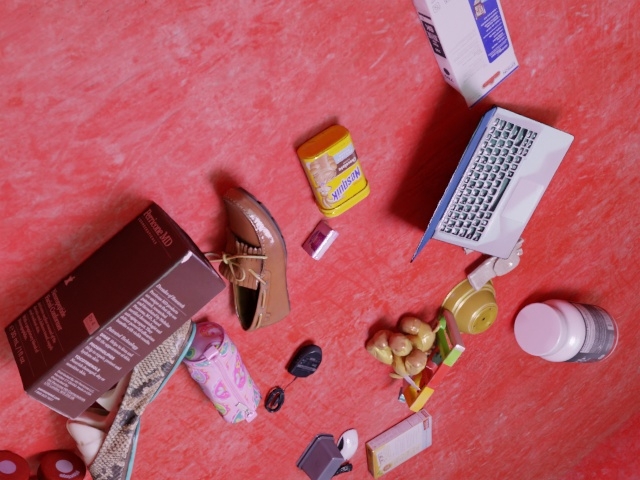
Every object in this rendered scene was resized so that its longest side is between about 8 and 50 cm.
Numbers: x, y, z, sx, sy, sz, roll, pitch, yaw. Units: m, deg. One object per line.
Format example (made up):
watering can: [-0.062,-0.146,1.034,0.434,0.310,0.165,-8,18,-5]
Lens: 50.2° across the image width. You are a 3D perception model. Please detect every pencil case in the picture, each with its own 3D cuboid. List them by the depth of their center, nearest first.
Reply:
pencil case: [-0.228,0.314,1.596,0.124,0.124,0.284,-32,134,-14]

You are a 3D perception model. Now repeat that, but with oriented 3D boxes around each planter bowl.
planter bowl: [0.467,0.215,2.063,0.217,0.090,0.217,-19,130,-24]

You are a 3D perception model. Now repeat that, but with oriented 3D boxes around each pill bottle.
pill bottle: [0.830,0.308,2.316,0.363,0.210,0.210,10,114,-40]

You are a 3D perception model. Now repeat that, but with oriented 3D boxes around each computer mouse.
computer mouse: [-0.076,0.363,1.811,0.071,0.041,0.242,25,111,-36]
computer mouse: [0.076,0.675,2.143,0.106,0.042,0.192,-5,124,-33]

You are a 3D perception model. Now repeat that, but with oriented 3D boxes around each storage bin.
storage bin: [0.009,0.663,2.050,0.098,0.091,0.135,23,107,-44]

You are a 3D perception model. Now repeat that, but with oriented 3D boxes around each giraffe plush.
giraffe plush: [0.258,0.288,1.924,0.170,0.181,0.210,-51,120,-28]

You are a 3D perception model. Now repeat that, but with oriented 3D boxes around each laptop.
laptop: [0.432,-0.111,1.679,0.408,0.236,0.381,15,113,-21]

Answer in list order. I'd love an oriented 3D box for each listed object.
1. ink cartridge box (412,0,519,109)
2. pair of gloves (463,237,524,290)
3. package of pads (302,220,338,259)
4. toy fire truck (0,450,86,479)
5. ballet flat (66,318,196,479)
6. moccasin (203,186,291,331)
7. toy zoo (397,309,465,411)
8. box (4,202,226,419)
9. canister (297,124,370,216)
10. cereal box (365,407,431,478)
ink cartridge box: [0.317,-0.456,1.479,0.165,0.065,0.332,-41,135,-5]
pair of gloves: [0.499,0.018,1.956,0.204,0.042,0.240,-33,128,-14]
package of pads: [0.000,0.000,1.585,0.032,0.050,0.083,30,100,-45]
toy fire truck: [-0.604,0.587,1.419,0.302,0.254,0.169,14,111,-42]
ballet flat: [-0.433,0.341,1.464,0.182,0.164,0.482,20,103,-21]
moccasin: [-0.158,0.051,1.457,0.147,0.139,0.380,-32,145,-26]
toy zoo: [0.311,0.363,1.982,0.030,0.192,0.293,26,111,-11]
box: [-0.388,0.129,1.291,0.381,0.191,0.143,-41,136,-6]
canister: [0.029,-0.150,1.482,0.126,0.073,0.169,-35,134,-12]
cereal box: [0.265,0.679,2.283,0.240,0.047,0.172,-25,133,-21]
